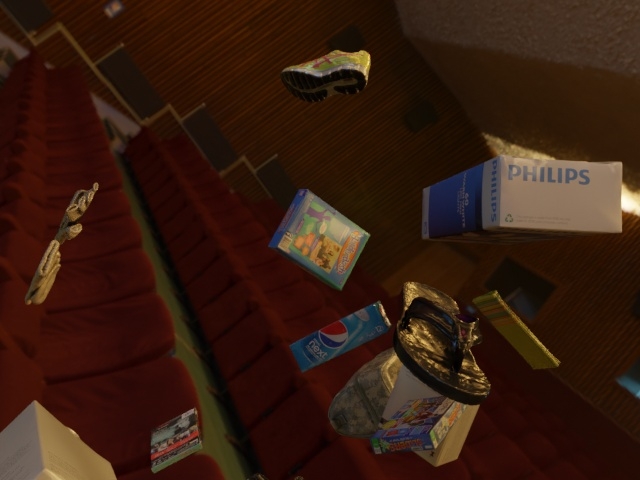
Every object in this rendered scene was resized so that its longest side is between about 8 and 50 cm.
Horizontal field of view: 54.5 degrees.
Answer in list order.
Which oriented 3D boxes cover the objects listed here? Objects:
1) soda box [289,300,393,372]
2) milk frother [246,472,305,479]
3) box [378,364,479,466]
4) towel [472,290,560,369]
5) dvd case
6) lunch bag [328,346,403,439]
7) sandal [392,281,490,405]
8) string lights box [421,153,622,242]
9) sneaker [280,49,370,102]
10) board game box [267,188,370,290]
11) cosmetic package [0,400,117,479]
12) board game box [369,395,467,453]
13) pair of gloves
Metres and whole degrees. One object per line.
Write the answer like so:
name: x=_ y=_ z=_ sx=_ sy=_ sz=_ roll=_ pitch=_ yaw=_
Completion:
soda box: x=0.044 y=0.205 z=1.332 sx=0.067 sy=0.210 sz=0.071 roll=63 pitch=14 yaw=6
milk frother: x=-0.130 y=0.689 z=1.693 sx=0.135 sy=0.129 sz=0.143 roll=24 pitch=12 yaw=30
box: x=0.268 y=0.421 z=1.528 sx=0.181 sy=0.182 sz=0.119 roll=26 pitch=10 yaw=38
towel: x=0.478 y=0.222 z=1.527 sx=0.237 sy=0.021 sz=0.102 roll=48 pitch=-21 yaw=-1
dvd case: x=-0.243 y=0.332 z=1.042 sx=0.013 sy=0.087 sz=0.119 roll=67 pitch=-9 yaw=-20
lunch bag: x=0.181 y=0.498 z=2.014 sx=0.212 sy=0.256 sz=0.305 roll=63 pitch=26 yaw=2
sandal: x=0.223 y=0.155 z=1.185 sx=0.167 sy=0.107 sz=0.446 roll=19 pitch=17 yaw=-5
string lights box: x=0.221 y=-0.041 z=0.740 sx=0.260 sy=0.133 sz=0.076 roll=160 pitch=-67 yaw=-83
sneaker: x=0.014 y=-0.346 z=1.279 sx=0.208 sy=0.094 sz=0.081 roll=5 pitch=-34 yaw=29
board game box: x=0.000 y=0.000 z=1.484 sx=0.210 sy=0.160 sz=0.047 roll=35 pitch=-14 yaw=-26
cosmetic package: x=-0.455 y=0.435 z=1.046 sx=0.217 sy=0.156 sz=0.385 roll=50 pitch=-20 yaw=-17
board game box: x=0.207 y=0.378 z=1.289 sx=0.201 sy=0.136 sz=0.035 roll=-18 pitch=91 yaw=-57
pair of gloves: x=-0.517 y=0.012 z=1.239 sx=0.042 sy=0.240 sz=0.204 roll=26 pitch=-39 yaw=-20
